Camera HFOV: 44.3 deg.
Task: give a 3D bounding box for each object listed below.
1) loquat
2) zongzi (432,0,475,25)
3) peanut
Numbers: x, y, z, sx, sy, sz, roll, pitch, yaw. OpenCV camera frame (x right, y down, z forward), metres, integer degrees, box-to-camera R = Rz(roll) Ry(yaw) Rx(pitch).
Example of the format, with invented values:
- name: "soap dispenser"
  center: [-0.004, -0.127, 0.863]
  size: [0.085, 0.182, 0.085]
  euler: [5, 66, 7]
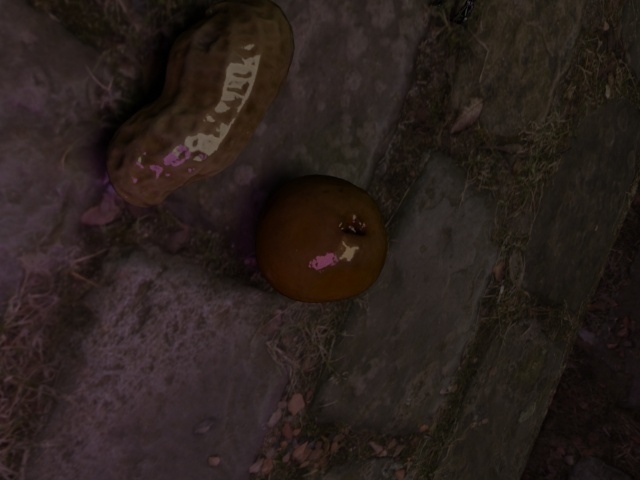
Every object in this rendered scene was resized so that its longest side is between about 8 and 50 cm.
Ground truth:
- name: "loquat"
  center: [0.000, 0.000, 1.210]
  size: [0.208, 0.208, 0.208]
  euler: [-24, 124, -41]
- name: "zongzi"
  center: [0.358, -0.629, 1.352]
  size: [0.418, 0.181, 0.447]
  euler: [-40, 136, -31]
- name: "peanut"
  center: [-0.149, -0.179, 1.006]
  size: [0.325, 0.140, 0.153]
  euler: [-52, 128, -14]
